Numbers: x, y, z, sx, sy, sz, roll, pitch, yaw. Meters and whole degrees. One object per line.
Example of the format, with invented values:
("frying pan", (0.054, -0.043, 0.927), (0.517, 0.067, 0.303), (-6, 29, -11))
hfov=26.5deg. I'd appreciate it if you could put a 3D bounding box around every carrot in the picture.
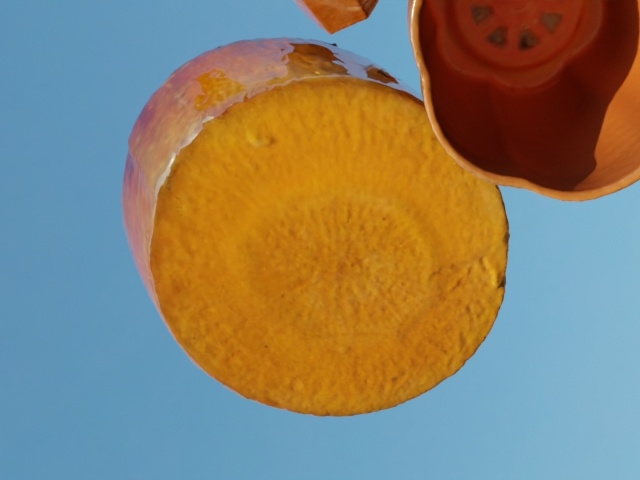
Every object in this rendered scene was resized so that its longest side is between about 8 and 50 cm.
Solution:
("carrot", (0.000, 0.000, 0.955), (0.258, 0.100, 0.307), (-31, -55, 12))

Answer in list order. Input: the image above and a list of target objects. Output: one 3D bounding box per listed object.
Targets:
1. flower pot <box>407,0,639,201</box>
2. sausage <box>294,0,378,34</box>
("flower pot", (0.134, -0.135, 0.839), (0.190, 0.173, 0.191), (-1, -73, -5))
("sausage", (-0.020, -0.209, 0.871), (0.065, 0.065, 0.169), (-58, -43, -18))
